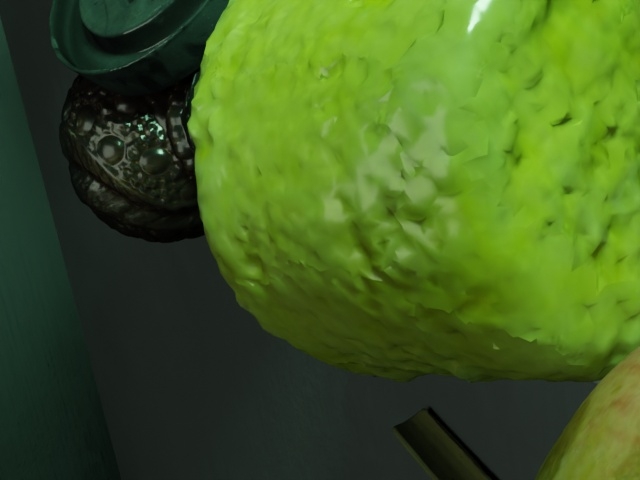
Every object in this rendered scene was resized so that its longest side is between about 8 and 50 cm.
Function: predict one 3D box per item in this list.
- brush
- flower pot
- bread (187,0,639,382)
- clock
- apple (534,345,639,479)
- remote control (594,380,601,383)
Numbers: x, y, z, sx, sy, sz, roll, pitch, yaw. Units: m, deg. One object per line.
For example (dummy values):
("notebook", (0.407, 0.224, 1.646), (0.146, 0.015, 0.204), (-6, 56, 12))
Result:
("brush", (0.178, 0.292, 1.158), (0.282, 0.054, 0.048), (46, 158, 43))
("flower pot", (-0.148, -0.134, 1.288), (0.267, 0.267, 0.266), (-5, 103, 51))
("bread", (0.113, -0.059, 0.741), (0.308, 0.348, 0.348), (6, 113, 51))
("clock", (-0.180, -0.313, 1.208), (0.066, 0.319, 0.319), (36, -175, -44))
("apple", (0.273, 0.206, 0.544), (0.364, 0.364, 0.363), (44, 144, 45))
("remote control", (0.213, 0.064, 0.942), (0.250, 0.034, 0.103), (18, 123, 61))
